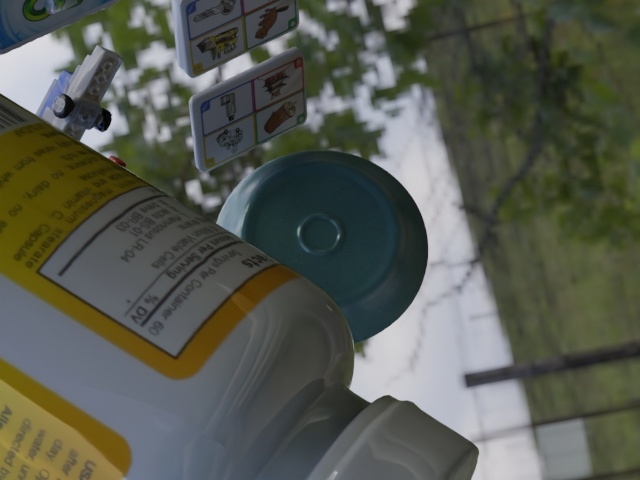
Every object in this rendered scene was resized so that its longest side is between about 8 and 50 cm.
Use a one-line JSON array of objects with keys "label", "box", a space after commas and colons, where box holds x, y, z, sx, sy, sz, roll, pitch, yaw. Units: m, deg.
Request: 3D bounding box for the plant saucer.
[{"label": "plant saucer", "box": [0.000, 0.000, 1.000, 0.021, 0.119, 0.119, 90, 175, -67]}]

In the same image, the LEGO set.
[{"label": "LEGO set", "box": [-0.118, -0.094, 0.940, 0.060, 0.244, 0.182, 36, 144, 38]}]

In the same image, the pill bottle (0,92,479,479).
[{"label": "pill bottle", "box": [-0.065, 0.042, 0.525, 0.117, 0.208, 0.117, -55, -14, -20]}]
